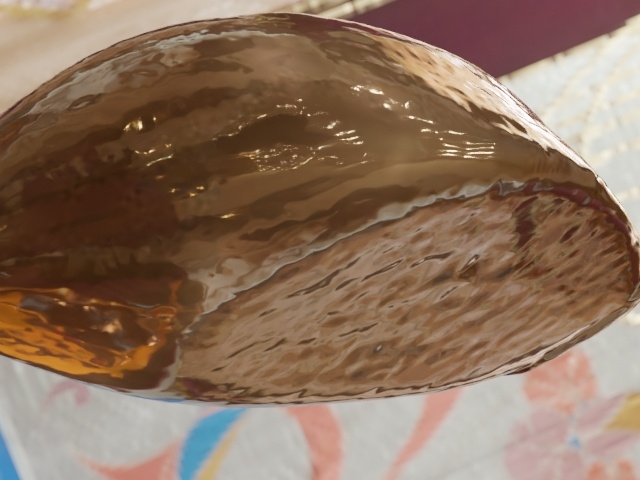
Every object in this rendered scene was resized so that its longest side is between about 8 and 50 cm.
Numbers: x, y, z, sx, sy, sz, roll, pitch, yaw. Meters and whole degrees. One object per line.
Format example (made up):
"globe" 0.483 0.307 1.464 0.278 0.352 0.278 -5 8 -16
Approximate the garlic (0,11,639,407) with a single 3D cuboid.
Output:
"garlic" 0.005 -0.006 0.622 0.318 0.143 0.112 15 39 -43
